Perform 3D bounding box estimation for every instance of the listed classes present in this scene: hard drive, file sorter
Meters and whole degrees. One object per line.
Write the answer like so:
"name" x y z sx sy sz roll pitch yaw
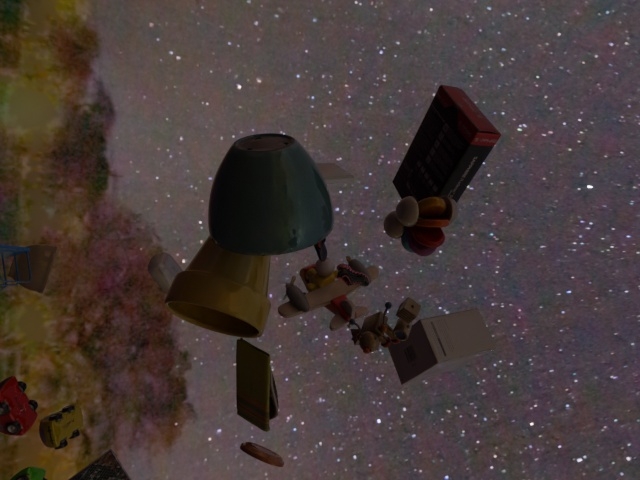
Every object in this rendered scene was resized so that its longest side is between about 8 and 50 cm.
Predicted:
"hard drive" -0.019 -0.324 2.133 0.203 0.307 0.040 42 -48 46
"file sorter" -0.916 0.084 1.219 0.118 0.170 0.105 39 37 -81

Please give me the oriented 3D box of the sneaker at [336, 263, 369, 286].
"sneaker" 0.096 0.118 1.329 0.047 0.119 0.057 -41 -151 44

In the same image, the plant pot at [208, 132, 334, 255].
"plant pot" -0.114 -0.124 0.978 0.290 0.290 0.196 41 -40 50

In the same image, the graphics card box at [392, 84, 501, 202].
"graphics card box" 0.359 -0.239 1.328 0.371 0.094 0.233 112 -32 -43

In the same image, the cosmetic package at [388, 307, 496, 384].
"cosmetic package" 0.366 0.326 1.359 0.224 0.224 0.138 121 -42 -52

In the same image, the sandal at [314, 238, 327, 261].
"sandal" 0.000 0.000 1.562 0.040 0.067 0.179 4 -47 32

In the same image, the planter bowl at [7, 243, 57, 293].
"planter bowl" -0.934 0.081 1.427 0.162 0.109 0.162 -32 -132 45

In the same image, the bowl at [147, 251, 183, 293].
"bowl" -0.540 0.110 1.565 0.142 0.053 0.142 58 7 -24

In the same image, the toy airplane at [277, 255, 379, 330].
"toy airplane" 0.039 0.207 1.921 0.383 0.386 0.273 0 -63 18

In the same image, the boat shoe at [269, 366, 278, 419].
"boat shoe" -0.221 0.573 1.747 0.095 0.095 0.258 56 21 -70

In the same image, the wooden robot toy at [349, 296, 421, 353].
"wooden robot toy" 0.102 0.167 0.762 0.076 0.079 0.173 47 -48 -10

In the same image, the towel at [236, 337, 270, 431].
"towel" -0.160 0.350 1.062 0.102 0.021 0.238 18 -62 28

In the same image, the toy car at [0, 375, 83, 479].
"toy car" -0.501 0.373 0.752 0.239 0.053 0.225 78 0 -56

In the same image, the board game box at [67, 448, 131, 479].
"board game box" -0.649 0.728 1.215 0.165 0.243 0.042 58 -27 0

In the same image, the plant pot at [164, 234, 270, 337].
"plant pot" -0.237 0.097 1.139 0.254 0.253 0.239 -28 -139 54

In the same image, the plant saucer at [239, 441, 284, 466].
"plant saucer" -0.101 0.373 0.773 0.083 0.083 0.013 -8 -125 57

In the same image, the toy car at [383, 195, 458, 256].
"toy car" 0.260 -0.030 1.119 0.182 0.159 0.137 125 -42 -63
